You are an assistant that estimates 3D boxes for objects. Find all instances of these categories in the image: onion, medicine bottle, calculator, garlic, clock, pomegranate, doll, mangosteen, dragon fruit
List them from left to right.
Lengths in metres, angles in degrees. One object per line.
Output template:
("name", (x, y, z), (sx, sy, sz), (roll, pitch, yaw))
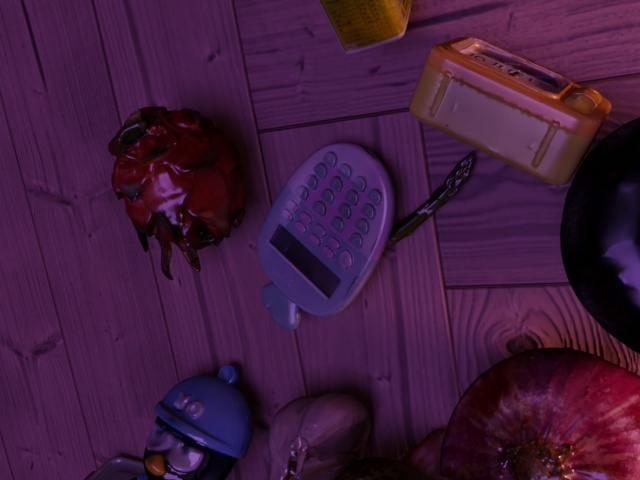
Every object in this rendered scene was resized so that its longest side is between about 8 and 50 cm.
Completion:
("dragon fruit", (-0.200, -0.074, 1.067), (0.192, 0.193, 0.274), (3, 131, 29))
("doll", (-0.214, 0.341, 1.180), (0.177, 0.141, 0.313), (19, 76, 35))
("garlic", (-0.025, 0.317, 1.112), (0.143, 0.178, 0.229), (39, 109, 37))
("calculator", (0.000, 0.000, 1.054), (0.185, 0.041, 0.298), (41, 118, 24))
("medicine bottle", (0.033, -0.332, 0.857), (0.088, 0.132, 0.188), (-10, 135, 26))
("pomegranate", (0.120, 0.370, 1.036), (0.214, 0.214, 0.247), (26, 71, 18))
("clock", (0.219, -0.156, 0.856), (0.202, 0.143, 0.096), (28, 123, 16))
("onion", (0.293, 0.245, 0.906), (0.256, 0.272, 0.230), (28, 90, 10))
("mangosteen", (0.381, -0.001, 0.732), (0.275, 0.302, 0.274), (0, 91, 3))

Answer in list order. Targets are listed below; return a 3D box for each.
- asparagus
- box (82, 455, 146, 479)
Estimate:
("asparagus", (0.127, -0.034, 1.005), (0.236, 0.027, 0.034), (-42, 73, 30))
("box", (-0.302, 0.525, 1.296), (0.294, 0.193, 0.167), (9, 114, 24))
